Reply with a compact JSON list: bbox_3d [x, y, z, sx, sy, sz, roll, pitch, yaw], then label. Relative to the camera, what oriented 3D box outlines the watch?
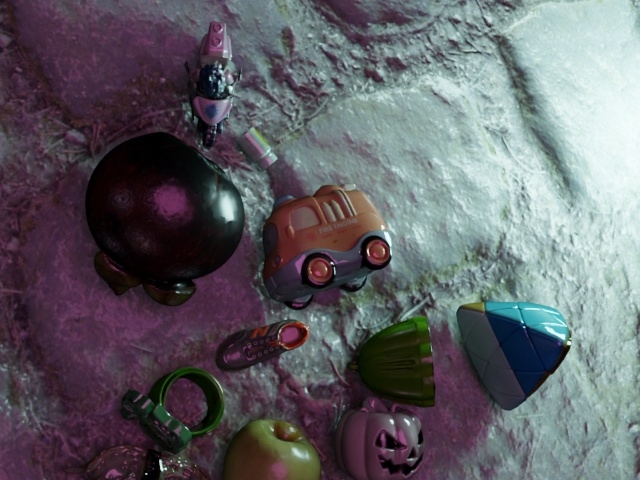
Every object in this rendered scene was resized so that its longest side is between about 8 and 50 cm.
[{"bbox_3d":[-0.265,0.298,1.807,0.165,0.131,0.152,46,60,-7],"label":"watch"}]

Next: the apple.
[{"bbox_3d":[-0.094,0.431,1.812,0.200,0.200,0.200,3,81,-19],"label":"apple"}]

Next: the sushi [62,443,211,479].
[{"bbox_3d":[-0.320,0.427,1.778,0.273,0.134,0.109,23,60,0],"label":"sushi"}]

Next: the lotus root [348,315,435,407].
[{"bbox_3d":[0.139,0.246,1.947,0.186,0.186,0.186,3,81,-19],"label":"lotus root"}]

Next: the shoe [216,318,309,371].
[{"bbox_3d":[-0.109,0.199,1.896,0.194,0.077,0.074,-18,88,-22],"label":"shoe"}]

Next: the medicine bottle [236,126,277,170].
[{"bbox_3d":[-0.128,-0.184,1.966,0.047,0.047,0.083,-44,97,-20],"label":"medicine bottle"}]

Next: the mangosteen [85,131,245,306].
[{"bbox_3d":[-0.295,-0.043,1.765,0.300,0.300,0.300,3,81,-19],"label":"mangosteen"}]

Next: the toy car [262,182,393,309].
[{"bbox_3d":[0.000,0.000,1.922,0.270,0.180,0.212,-17,77,-22],"label":"toy car"}]

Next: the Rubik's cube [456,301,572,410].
[{"bbox_3d":[0.407,0.180,2.055,0.254,0.254,0.254,3,81,-19],"label":"Rubik's cube"}]

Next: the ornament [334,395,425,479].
[{"bbox_3d":[0.115,0.386,1.897,0.177,0.177,0.178,3,81,-19],"label":"ornament"}]

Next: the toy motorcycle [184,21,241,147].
[{"bbox_3d":[-0.202,-0.316,1.878,0.108,0.204,0.239,-10,82,-9],"label":"toy motorcycle"}]
